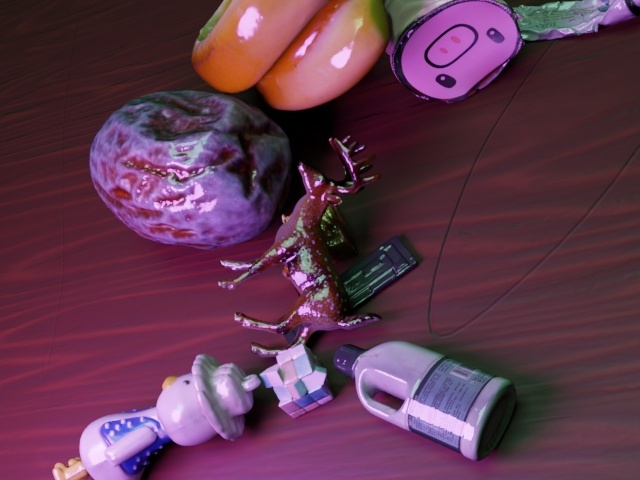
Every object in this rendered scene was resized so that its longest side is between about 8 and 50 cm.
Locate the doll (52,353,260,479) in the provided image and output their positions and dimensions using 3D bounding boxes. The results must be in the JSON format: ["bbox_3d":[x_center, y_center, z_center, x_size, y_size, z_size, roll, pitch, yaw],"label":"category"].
[{"bbox_3d":[-0.206,0.238,1.132,0.293,0.138,0.119,-27,88,12],"label":"doll"}]

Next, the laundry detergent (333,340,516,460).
[{"bbox_3d":[0.109,0.172,1.037,0.225,0.070,0.099,18,73,36],"label":"laundry detergent"}]

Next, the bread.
[{"bbox_3d":[-0.035,-0.356,1.317,0.424,0.245,0.329,-137,65,-74],"label":"bread"}]

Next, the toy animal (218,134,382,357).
[{"bbox_3d":[-0.010,0.012,1.173,0.259,0.087,0.244,-26,83,7],"label":"toy animal"}]

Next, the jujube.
[{"bbox_3d":[-0.185,-0.101,1.312,0.246,0.215,0.308,-34,38,-30],"label":"jujube"}]

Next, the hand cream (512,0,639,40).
[{"bbox_3d":[0.368,-0.336,1.296,0.256,0.050,0.084,-5,53,37],"label":"hand cream"}]

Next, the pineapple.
[{"bbox_3d":[0.000,0.000,1.241,0.116,0.069,0.137,18,75,31],"label":"pineapple"}]

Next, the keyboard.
[{"bbox_3d":[0.035,0.071,1.194,0.204,0.013,0.061,-36,47,0],"label":"keyboard"}]

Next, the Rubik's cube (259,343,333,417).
[{"bbox_3d":[-0.032,0.171,1.111,0.075,0.073,0.084,-42,54,-1],"label":"Rubik's cube"}]

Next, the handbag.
[{"bbox_3d":[0.182,-0.304,1.285,0.205,0.179,0.116,-41,36,34],"label":"handbag"}]
